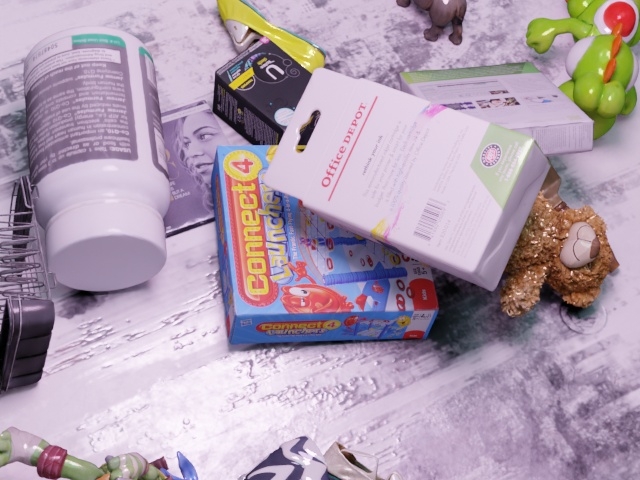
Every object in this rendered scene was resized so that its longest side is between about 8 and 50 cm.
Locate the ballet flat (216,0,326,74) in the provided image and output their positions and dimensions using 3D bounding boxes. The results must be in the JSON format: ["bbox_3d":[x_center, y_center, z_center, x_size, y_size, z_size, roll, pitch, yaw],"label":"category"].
[{"bbox_3d":[-0.099,-0.340,2.182,0.231,0.077,0.077,33,75,12],"label":"ballet flat"}]

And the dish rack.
[{"bbox_3d":[-0.426,0.054,1.803,0.074,0.208,0.271,-2,56,-23],"label":"dish rack"}]

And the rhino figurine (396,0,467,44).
[{"bbox_3d":[0.174,-0.456,2.269,0.073,0.106,0.243,-26,64,-23],"label":"rhino figurine"}]

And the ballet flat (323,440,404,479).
[{"bbox_3d":[0.079,0.328,1.762,0.168,0.057,0.052,26,93,10],"label":"ballet flat"}]

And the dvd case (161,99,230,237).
[{"bbox_3d":[-0.215,-0.118,2.049,0.164,0.018,0.221,-20,61,-19],"label":"dvd case"}]

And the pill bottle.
[{"bbox_3d":[-0.332,-0.122,1.920,0.204,0.204,0.361,-5,61,-10],"label":"pill bottle"}]

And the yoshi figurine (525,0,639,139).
[{"bbox_3d":[0.461,-0.304,2.190,0.203,0.203,0.362,-7,40,24],"label":"yoshi figurine"}]

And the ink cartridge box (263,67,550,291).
[{"bbox_3d":[0.118,-0.093,1.825,0.353,0.119,0.207,24,86,26],"label":"ink cartridge box"}]

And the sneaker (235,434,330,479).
[{"bbox_3d":[-0.031,0.381,1.697,0.153,0.094,0.235,-23,62,-19],"label":"sneaker"}]

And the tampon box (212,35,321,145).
[{"bbox_3d":[-0.077,-0.225,2.087,0.161,0.101,0.120,40,61,18],"label":"tampon box"}]

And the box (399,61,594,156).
[{"bbox_3d":[0.270,-0.207,2.045,0.232,0.058,0.322,-6,26,-7],"label":"box"}]

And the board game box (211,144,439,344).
[{"bbox_3d":[0.000,0.000,1.945,0.302,0.086,0.308,-1,57,-13],"label":"board game box"}]

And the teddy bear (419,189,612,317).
[{"bbox_3d":[0.285,-0.013,1.921,0.338,0.113,0.245,30,53,0],"label":"teddy bear"}]

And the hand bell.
[{"bbox_3d":[0.386,-0.045,2.045,0.126,0.126,0.242,-37,81,-27],"label":"hand bell"}]

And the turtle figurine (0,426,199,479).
[{"bbox_3d":[-0.297,0.349,1.624,0.266,0.198,0.275,13,52,6],"label":"turtle figurine"}]
